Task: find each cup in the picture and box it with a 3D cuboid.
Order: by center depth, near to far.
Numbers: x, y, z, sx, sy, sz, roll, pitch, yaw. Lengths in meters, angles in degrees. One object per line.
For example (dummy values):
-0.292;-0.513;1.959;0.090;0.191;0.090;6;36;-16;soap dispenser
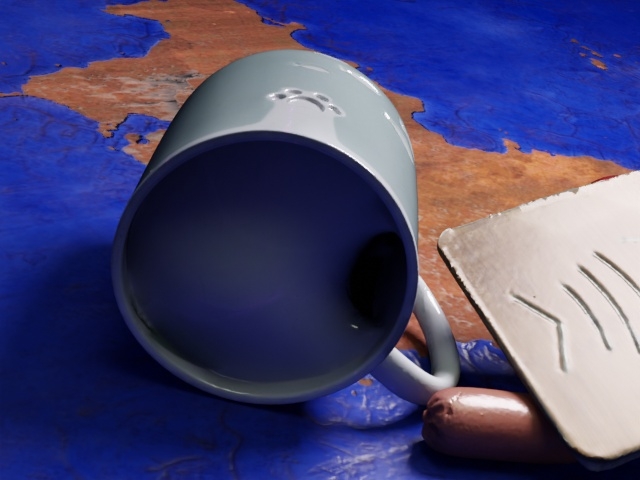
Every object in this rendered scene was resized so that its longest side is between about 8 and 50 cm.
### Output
0.000;0.000;1.205;0.356;0.259;0.274;41;23;-16;cup

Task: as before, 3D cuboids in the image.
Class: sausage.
0.163;0.163;1.137;0.154;0.062;0.062;7;29;-14;sausage

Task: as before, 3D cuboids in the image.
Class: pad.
0.288;0.056;1.195;0.284;0.018;0.286;-17;52;-18;pad

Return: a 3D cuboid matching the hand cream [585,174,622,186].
0.353;0.042;1.361;0.230;0.149;0.230;14;27;-7;hand cream
